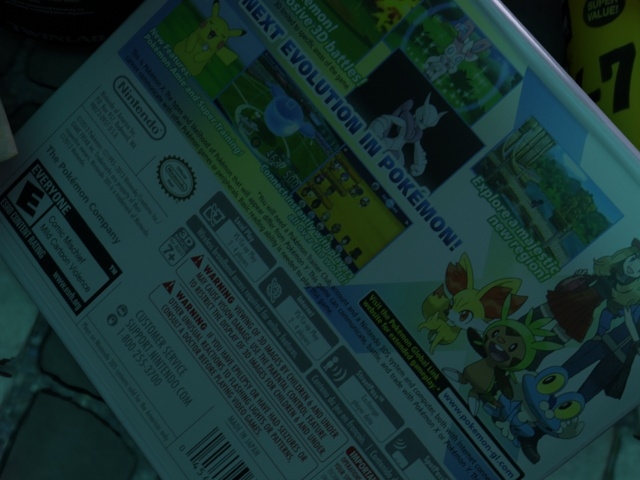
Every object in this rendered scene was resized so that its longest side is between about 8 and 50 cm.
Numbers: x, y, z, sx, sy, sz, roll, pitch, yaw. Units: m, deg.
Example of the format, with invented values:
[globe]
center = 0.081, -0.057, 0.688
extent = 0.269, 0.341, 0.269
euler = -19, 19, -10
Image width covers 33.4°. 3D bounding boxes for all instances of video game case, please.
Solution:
[video game case]
center = 0.000, 0.000, 0.561
extent = 0.300, 0.036, 0.329
euler = -42, 77, 13

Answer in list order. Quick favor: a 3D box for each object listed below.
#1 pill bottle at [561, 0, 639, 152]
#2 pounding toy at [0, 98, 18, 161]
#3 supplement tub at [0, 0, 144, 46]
[pill bottle]
center = 0.198, -0.099, 0.596
extent = 0.119, 0.119, 0.208
euler = -3, 74, 0
[pounding toy]
center = -0.253, -0.061, 0.524
extent = 0.181, 0.206, 0.094
euler = -19, 109, -17
[supplement tub]
center = -0.129, -0.233, 0.524
extent = 0.193, 0.316, 0.194
euler = 2, 81, -10
